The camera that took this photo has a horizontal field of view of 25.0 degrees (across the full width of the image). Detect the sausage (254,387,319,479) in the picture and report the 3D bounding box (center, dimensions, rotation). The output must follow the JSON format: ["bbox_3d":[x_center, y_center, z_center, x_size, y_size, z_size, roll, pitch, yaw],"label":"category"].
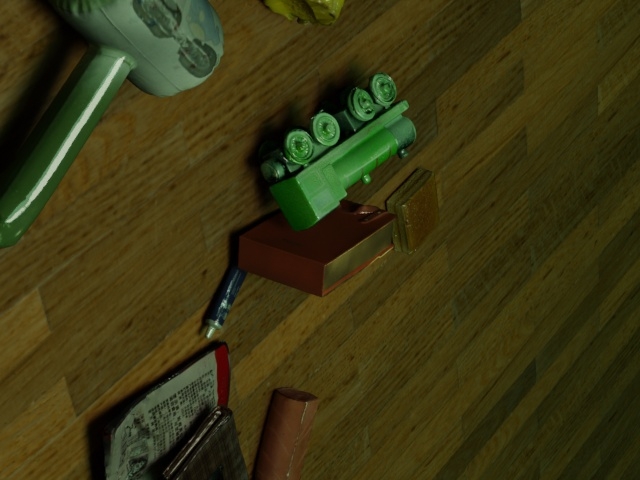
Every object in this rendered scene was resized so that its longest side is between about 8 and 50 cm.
[{"bbox_3d":[-0.049,0.287,1.952,0.065,0.065,0.169,3,103,-57],"label":"sausage"}]

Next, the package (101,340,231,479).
[{"bbox_3d":[-0.185,0.231,1.742,0.239,0.030,0.154,-30,136,-47],"label":"package"}]

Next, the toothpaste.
[{"bbox_3d":[-0.111,0.059,1.778,0.140,0.021,0.037,-65,148,-18],"label":"toothpaste"}]

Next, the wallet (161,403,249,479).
[{"bbox_3d":[-0.138,0.310,1.818,0.124,0.042,0.230,-51,156,-28],"label":"wallet"}]

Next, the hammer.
[{"bbox_3d":[-0.237,-0.137,1.418,0.336,0.119,0.206,-58,146,-9],"label":"hammer"}]

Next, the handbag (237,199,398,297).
[{"bbox_3d":[0.000,0.000,1.802,0.190,0.127,0.063,-31,132,-52],"label":"handbag"}]

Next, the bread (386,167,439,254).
[{"bbox_3d":[0.135,-0.042,2.085,0.090,0.035,0.094,-45,139,-36],"label":"bread"}]

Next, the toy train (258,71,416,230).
[{"bbox_3d":[0.027,-0.116,1.802,0.251,0.085,0.119,-36,101,-38],"label":"toy train"}]

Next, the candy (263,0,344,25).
[{"bbox_3d":[0.002,-0.354,1.674,0.106,0.094,0.199,132,-25,-83],"label":"candy"}]
